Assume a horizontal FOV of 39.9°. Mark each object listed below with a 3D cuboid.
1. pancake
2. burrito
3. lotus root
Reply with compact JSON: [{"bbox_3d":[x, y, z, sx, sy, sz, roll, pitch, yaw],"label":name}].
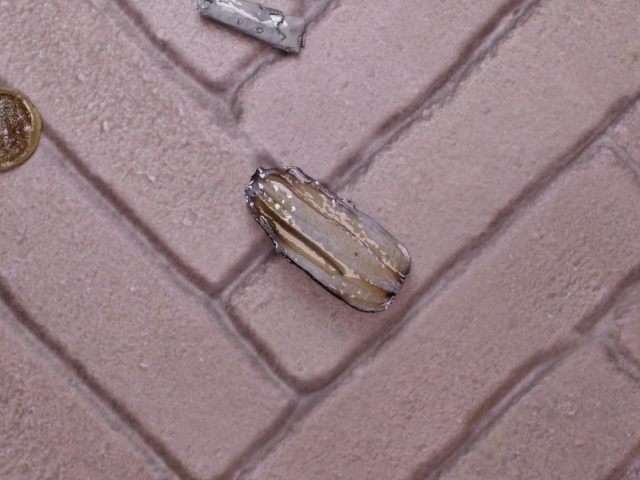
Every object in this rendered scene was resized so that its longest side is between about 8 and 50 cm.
[{"bbox_3d":[-0.563,-0.194,1.526,0.158,0.028,0.158,0,90,-5],"label":"pancake"},{"bbox_3d":[-0.119,-0.386,1.535,0.203,0.064,0.064,19,90,-5],"label":"burrito"},{"bbox_3d":[-0.001,0.000,1.551,0.329,0.078,0.167,40,66,-2],"label":"lotus root"}]
